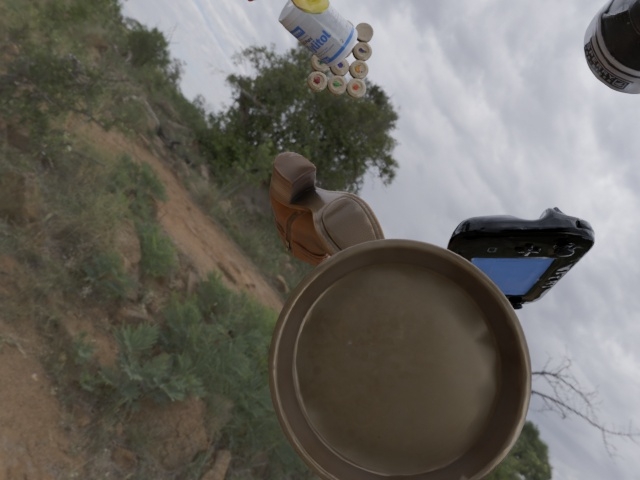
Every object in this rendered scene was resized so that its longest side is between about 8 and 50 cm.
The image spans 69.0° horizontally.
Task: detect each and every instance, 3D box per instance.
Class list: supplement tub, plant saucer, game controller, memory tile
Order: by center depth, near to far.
[{"bbox_3d":[0.082,0.137,0.509,0.278,0.278,0.041,50,-2,10],"label":"plant saucer"},{"bbox_3d":[0.260,0.042,0.672,0.319,0.167,0.067,65,18,-65],"label":"game controller"},{"bbox_3d":[-0.003,-0.325,0.708,0.107,0.071,0.071,31,8,-29],"label":"supplement tub"},{"bbox_3d":[0.039,-0.343,0.871,0.113,0.148,0.012,9,-6,-7],"label":"memory tile"}]

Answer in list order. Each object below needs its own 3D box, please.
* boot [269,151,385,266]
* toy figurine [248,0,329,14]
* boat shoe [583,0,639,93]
[{"bbox_3d":[0.000,0.000,0.843,0.283,0.109,0.220,43,-27,23],"label":"boot"},{"bbox_3d":[-0.052,-0.357,0.422,0.217,0.362,0.191,10,-30,39],"label":"toy figurine"},{"bbox_3d":[0.316,-0.232,0.305,0.113,0.306,0.105,54,2,11],"label":"boat shoe"}]
